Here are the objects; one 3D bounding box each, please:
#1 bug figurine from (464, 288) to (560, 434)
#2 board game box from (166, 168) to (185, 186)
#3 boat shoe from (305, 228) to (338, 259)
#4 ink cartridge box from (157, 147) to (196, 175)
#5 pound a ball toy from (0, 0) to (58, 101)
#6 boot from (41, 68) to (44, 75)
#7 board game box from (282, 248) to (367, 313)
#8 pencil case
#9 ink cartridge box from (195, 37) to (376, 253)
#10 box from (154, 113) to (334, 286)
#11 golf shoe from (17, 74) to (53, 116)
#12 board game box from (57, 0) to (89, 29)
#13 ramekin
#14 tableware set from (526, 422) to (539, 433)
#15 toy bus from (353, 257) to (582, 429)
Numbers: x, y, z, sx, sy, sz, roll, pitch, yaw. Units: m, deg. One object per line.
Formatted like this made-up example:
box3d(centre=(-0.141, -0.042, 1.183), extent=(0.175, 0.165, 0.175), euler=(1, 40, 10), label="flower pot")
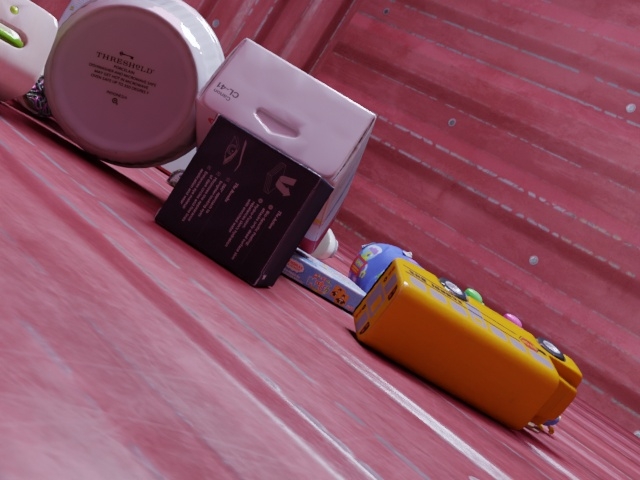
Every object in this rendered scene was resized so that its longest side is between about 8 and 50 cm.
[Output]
box3d(centre=(0.304, 0.193, 1.519), extent=(0.216, 0.072, 0.279), euler=(66, -11, -24), label="bug figurine")
box3d(centre=(-0.182, -0.078, 1.708), extent=(0.194, 0.060, 0.194), euler=(33, 2, 17), label="board game box")
box3d(centre=(-0.001, 0.001, 2.084), extent=(0.081, 0.079, 0.227), euler=(26, 2, -25), label="boat shoe")
box3d(centre=(-0.215, -0.146, 1.969), extent=(0.197, 0.114, 0.273), euler=(32, 2, 13), label="ink cartridge box")
box3d(centre=(-0.508, -0.273, 1.209), extent=(0.319, 0.135, 0.208), euler=(30, -22, -38), label="pound a ball toy")
box3d(centre=(-0.511, -0.286, 1.611), extent=(0.165, 0.077, 0.213), euler=(35, 0, 17), label="boot")
box3d(centre=(-0.026, 0.045, 1.469), extent=(0.212, 0.039, 0.160), euler=(32, 2, -19), label="board game box")
box3d(centre=(0.150, 0.096, 1.550), extent=(0.119, 0.133, 0.306), euler=(45, -2, -24), label="pencil case")
box3d(centre=(-0.062, -0.127, 1.358), extent=(0.226, 0.131, 0.306), euler=(31, -22, 4), label="ink cartridge box")
box3d(centre=(-0.094, -0.047, 1.144), extent=(0.158, 0.156, 0.093), euler=(33, 2, 12), label="box")
box3d(centre=(-0.466, -0.235, 1.483), extent=(0.086, 0.067, 0.186), euler=(0, 8, 1), label="golf shoe")
box3d(centre=(-0.497, -0.452, 2.179), extent=(0.319, 0.318, 0.066), euler=(34, 3, 19), label="board game box")
box3d(centre=(-0.276, -0.233, 1.330), extent=(0.273, 0.272, 0.127), euler=(32, 9, -7), label="ramekin")
box3d(centre=(0.261, 0.238, 1.402), extent=(0.141, 0.020, 0.169), euler=(29, 5, -33), label="tableware set")
box3d(centre=(0.210, 0.152, 1.247), extent=(0.333, 0.108, 0.130), euler=(31, 17, -15), label="toy bus")
